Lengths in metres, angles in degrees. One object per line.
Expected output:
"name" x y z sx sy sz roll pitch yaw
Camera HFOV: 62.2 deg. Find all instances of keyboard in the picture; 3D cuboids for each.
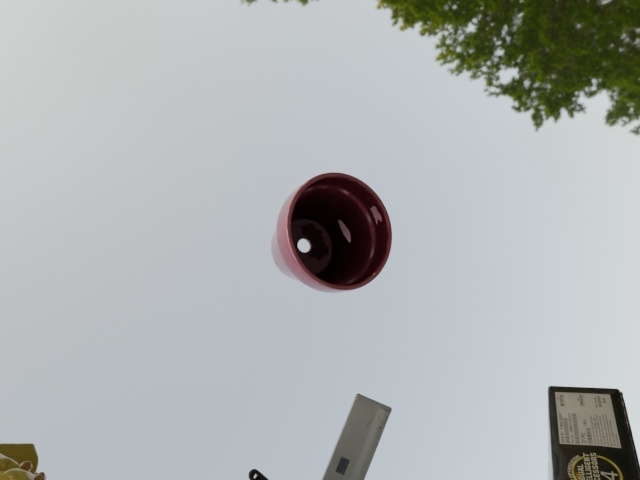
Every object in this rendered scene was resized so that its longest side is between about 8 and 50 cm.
"keyboard" 0.049 0.410 0.958 0.072 0.014 0.256 23 -98 6

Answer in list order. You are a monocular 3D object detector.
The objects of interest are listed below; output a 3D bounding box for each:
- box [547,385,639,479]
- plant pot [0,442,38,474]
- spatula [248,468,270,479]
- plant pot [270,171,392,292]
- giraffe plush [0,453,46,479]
"box" 0.293 0.404 0.551 0.395 0.097 0.318 -59 -41 -56
"plant pot" -0.600 0.454 1.035 0.081 0.083 0.081 24 -94 -46
"spatula" -0.066 0.655 1.297 0.296 0.030 0.084 43 -122 -9
"plant pot" 0.000 0.000 0.955 0.201 0.180 0.201 6 -104 -23
"giraffe plush" -0.470 0.396 0.759 0.210 0.170 0.181 -14 -79 -6
